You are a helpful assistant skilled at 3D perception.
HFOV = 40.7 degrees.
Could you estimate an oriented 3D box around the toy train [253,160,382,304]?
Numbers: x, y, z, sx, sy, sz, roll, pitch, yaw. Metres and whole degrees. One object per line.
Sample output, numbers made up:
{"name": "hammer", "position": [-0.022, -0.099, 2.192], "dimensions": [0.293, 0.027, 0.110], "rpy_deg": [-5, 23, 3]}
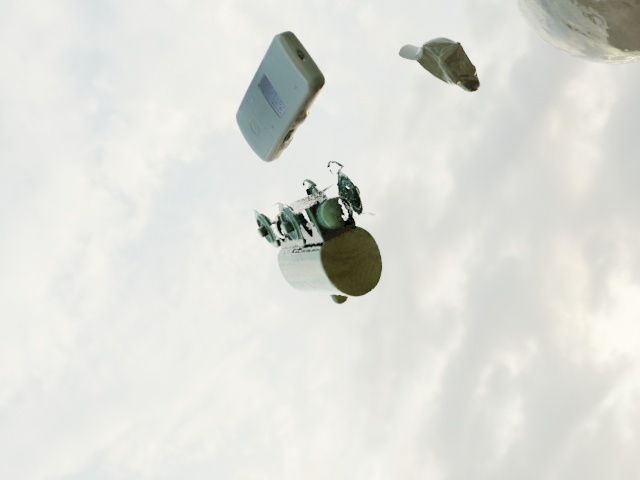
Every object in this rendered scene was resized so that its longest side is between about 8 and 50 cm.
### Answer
{"name": "toy train", "position": [0.008, -0.003, 1.285], "dimensions": [0.126, 0.307, 0.189], "rpy_deg": [-38, -82, -15]}

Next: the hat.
{"name": "hat", "position": [0.237, -0.358, 1.693], "dimensions": [0.122, 0.166, 0.081], "rpy_deg": [12, -73, -36]}

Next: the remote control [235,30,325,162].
{"name": "remote control", "position": [-0.085, -0.272, 1.700], "dimensions": [0.056, 0.140, 0.296], "rpy_deg": [-25, -15, -32]}

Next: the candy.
{"name": "candy", "position": [0.621, -0.521, 2.008], "dimensions": [0.186, 0.386, 0.427], "rpy_deg": [-61, -9, 7]}
